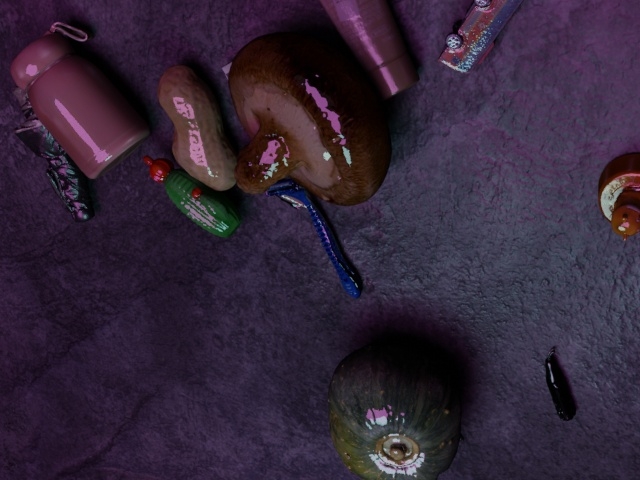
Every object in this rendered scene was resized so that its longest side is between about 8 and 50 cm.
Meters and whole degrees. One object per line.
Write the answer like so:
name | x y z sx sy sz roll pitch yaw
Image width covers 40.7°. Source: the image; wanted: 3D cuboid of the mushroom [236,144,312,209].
mushroom | -0.094 -0.128 1.783 0.187 0.061 0.060 42 123 -16

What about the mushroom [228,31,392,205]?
mushroom | -0.021 -0.223 1.557 0.345 0.239 0.345 12 148 8

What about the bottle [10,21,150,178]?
bottle | -0.502 -0.301 1.824 0.206 0.173 0.297 -39 96 9

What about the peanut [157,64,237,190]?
peanut | -0.253 -0.225 1.762 0.125 0.111 0.274 -14 111 14

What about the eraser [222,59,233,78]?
eraser | -0.142 -0.301 1.702 0.052 0.029 0.122 -18 110 36

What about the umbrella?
umbrella | -0.602 -0.196 1.978 0.113 0.106 0.357 1 120 25

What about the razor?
razor | 0.006 -0.009 1.793 0.093 0.056 0.324 -8 127 44

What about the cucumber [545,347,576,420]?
cucumber | 0.478 0.292 1.744 0.043 0.039 0.163 -20 112 15

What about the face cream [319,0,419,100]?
face cream | 0.060 -0.410 1.493 0.137 0.084 0.341 -24 101 26

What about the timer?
timer | 0.513 -0.053 1.421 0.132 0.152 0.132 14 126 21

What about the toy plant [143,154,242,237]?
toy plant | -0.272 -0.094 1.857 0.240 0.088 0.154 32 169 25

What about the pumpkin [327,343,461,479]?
pumpkin | 0.154 0.380 1.838 0.292 0.257 0.327 12 119 7

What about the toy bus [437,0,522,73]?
toy bus | 0.267 -0.361 1.415 0.077 0.065 0.192 32 131 -2

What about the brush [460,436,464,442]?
brush | 0.300 0.423 1.948 0.024 0.008 0.083 -26 105 35
